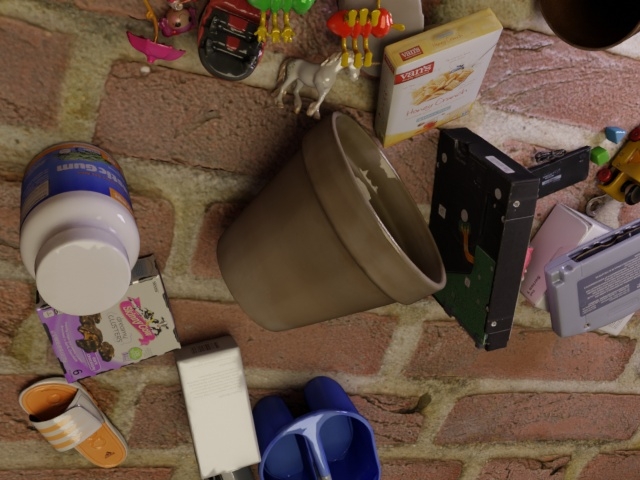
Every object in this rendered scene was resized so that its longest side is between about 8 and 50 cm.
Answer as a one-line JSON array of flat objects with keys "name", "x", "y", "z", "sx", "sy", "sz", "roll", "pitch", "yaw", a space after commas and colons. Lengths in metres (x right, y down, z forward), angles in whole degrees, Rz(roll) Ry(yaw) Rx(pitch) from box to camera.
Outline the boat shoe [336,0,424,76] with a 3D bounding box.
[{"name": "boat shoe", "x": 0.072, "y": -0.404, "z": 0.984, "sx": 0.127, "sy": 0.158, "sz": 0.340, "roll": -6, "pitch": 146, "yaw": 9}]

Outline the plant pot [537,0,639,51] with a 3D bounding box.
[{"name": "plant pot", "x": 0.505, "y": -0.438, "z": 1.117, "sx": 0.231, "sy": 0.215, "sz": 0.215, "roll": -24, "pitch": 127, "yaw": -27}]

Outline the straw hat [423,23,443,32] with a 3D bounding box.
[{"name": "straw hat", "x": 0.181, "y": -0.312, "z": 1.121, "sx": 0.145, "sy": 0.144, "sz": 0.061, "roll": -22, "pitch": 81, "yaw": -9}]

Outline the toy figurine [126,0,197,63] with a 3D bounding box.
[{"name": "toy figurine", "x": -0.214, "y": -0.325, "z": 0.946, "sx": 0.173, "sy": 0.130, "sz": 0.159, "roll": -37, "pitch": 145, "yaw": -28}]

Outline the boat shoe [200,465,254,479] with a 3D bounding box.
[{"name": "boat shoe", "x": -0.195, "y": 0.499, "z": 1.427, "sx": 0.105, "sy": 0.113, "sz": 0.306, "roll": -13, "pitch": 119, "yaw": 8}]

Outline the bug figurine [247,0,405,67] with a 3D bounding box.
[{"name": "bug figurine", "x": 0.018, "y": -0.348, "z": 0.855, "sx": 0.216, "sy": 0.072, "sz": 0.279, "roll": -1, "pitch": 142, "yaw": -11}]

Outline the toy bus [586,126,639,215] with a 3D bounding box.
[{"name": "toy bus", "x": 0.648, "y": -0.136, "z": 1.397, "sx": 0.191, "sy": 0.104, "sz": 0.202, "roll": -18, "pitch": 124, "yaw": -11}]

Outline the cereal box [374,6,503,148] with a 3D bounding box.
[{"name": "cereal box", "x": 0.175, "y": -0.246, "z": 1.093, "sx": 0.173, "sy": 0.047, "sz": 0.240, "roll": -23, "pitch": 162, "yaw": -7}]

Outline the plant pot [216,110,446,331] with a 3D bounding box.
[{"name": "plant pot", "x": 0.000, "y": 0.000, "z": 1.118, "sx": 0.280, "sy": 0.323, "sz": 0.323, "roll": -31, "pitch": 128, "yaw": 19}]

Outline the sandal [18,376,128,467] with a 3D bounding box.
[{"name": "sandal", "x": -0.429, "y": 0.347, "z": 1.256, "sx": 0.102, "sy": 0.076, "sz": 0.265, "roll": -33, "pitch": 126, "yaw": -2}]

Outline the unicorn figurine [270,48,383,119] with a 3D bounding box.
[{"name": "unicorn figurine", "x": -0.004, "y": -0.240, "z": 1.044, "sx": 0.060, "sy": 0.162, "sz": 0.111, "roll": 4, "pitch": 106, "yaw": -67}]

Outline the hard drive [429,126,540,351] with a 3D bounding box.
[{"name": "hard drive", "x": 0.275, "y": -0.003, "z": 1.241, "sx": 0.064, "sy": 0.237, "sz": 0.338, "roll": -8, "pitch": 121, "yaw": -18}]

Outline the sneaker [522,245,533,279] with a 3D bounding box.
[{"name": "sneaker", "x": 0.371, "y": 0.067, "z": 1.397, "sx": 0.136, "sy": 0.116, "sz": 0.313, "roll": -20, "pitch": 125, "yaw": -12}]

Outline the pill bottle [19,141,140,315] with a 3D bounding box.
[{"name": "pill bottle", "x": -0.331, "y": -0.019, "z": 0.958, "sx": 0.152, "sy": 0.272, "sz": 0.152, "roll": -11, "pitch": 123, "yaw": -17}]

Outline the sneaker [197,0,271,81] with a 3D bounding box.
[{"name": "sneaker", "x": -0.104, "y": -0.347, "z": 0.968, "sx": 0.098, "sy": 0.135, "sz": 0.275, "roll": 20, "pitch": 87, "yaw": -18}]

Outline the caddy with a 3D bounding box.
[{"name": "caddy", "x": -0.007, "y": 0.451, "z": 1.431, "sx": 0.241, "sy": 0.179, "sz": 0.341, "roll": -20, "pitch": 125, "yaw": -10}]

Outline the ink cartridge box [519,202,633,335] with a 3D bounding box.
[{"name": "ink cartridge box", "x": 0.566, "y": 0.064, "z": 1.474, "sx": 0.278, "sy": 0.117, "sz": 0.201, "roll": 20, "pitch": 110, "yaw": -30}]

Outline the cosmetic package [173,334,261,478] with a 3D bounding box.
[{"name": "cosmetic package", "x": -0.190, "y": 0.302, "z": 1.277, "sx": 0.118, "sy": 0.085, "sz": 0.231, "roll": -11, "pitch": 102, "yaw": -15}]

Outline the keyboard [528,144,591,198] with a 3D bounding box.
[{"name": "keyboard", "x": 0.448, "y": -0.137, "z": 1.366, "sx": 0.180, "sy": 0.023, "sz": 0.108, "roll": -23, "pitch": 131, "yaw": -10}]

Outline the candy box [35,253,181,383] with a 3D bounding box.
[{"name": "candy box", "x": -0.350, "y": 0.130, "z": 1.164, "sx": 0.196, "sy": 0.070, "sz": 0.164, "roll": -16, "pitch": 124, "yaw": -12}]

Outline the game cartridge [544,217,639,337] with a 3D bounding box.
[{"name": "game cartridge", "x": 0.584, "y": 0.073, "z": 1.382, "sx": 0.294, "sy": 0.060, "sz": 0.196, "roll": -24, "pitch": 121, "yaw": -7}]
